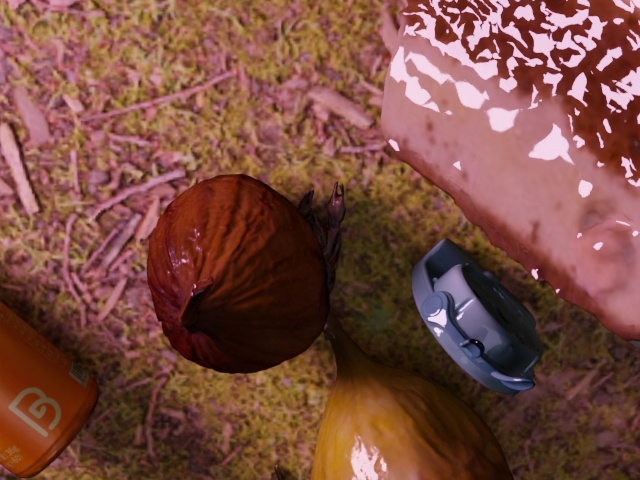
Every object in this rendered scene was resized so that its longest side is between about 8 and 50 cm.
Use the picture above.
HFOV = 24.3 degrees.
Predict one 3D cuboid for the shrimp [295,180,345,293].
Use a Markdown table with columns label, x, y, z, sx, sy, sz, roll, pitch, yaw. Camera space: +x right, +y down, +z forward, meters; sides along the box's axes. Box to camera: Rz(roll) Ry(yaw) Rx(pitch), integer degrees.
| label | x | y | z | sx | sy | sz | roll | pitch | yaw |
| --- | --- | --- | --- | --- | --- | --- | --- | --- | --- |
| shrimp | -0.003 | -0.003 | 1.119 | 0.038 | 0.029 | 0.092 | 9 | 107 | 4 |

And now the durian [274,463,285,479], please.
| label | x | y | z | sx | sy | sz | roll | pitch | yaw |
| --- | --- | --- | --- | --- | --- | --- | --- | --- | --- |
| durian | -0.027 | 0.292 | 1.229 | 0.100 | 0.086 | 0.215 | -32 | 118 | -24 |

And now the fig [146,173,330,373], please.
| label | x | y | z | sx | sy | sz | roll | pitch | yaw |
| --- | --- | --- | --- | --- | --- | --- | --- | --- | --- |
| fig | -0.070 | 0.043 | 1.036 | 0.134 | 0.201 | 0.146 | -39 | 99 | 20 |

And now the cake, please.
| label | x | y | z | sx | sy | sz | roll | pitch | yaw |
| --- | --- | --- | --- | --- | --- | --- | --- | --- | --- |
| cake | 0.210 | -0.124 | 0.900 | 0.282 | 0.255 | 0.290 | 41 | 115 | 30 |

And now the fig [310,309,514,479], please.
| label | x | y | z | sx | sy | sz | roll | pitch | yaw |
| --- | --- | --- | --- | --- | --- | --- | --- | --- | --- |
| fig | 0.042 | 0.145 | 1.137 | 0.159 | 0.159 | 0.257 | -31 | 88 | 11 |

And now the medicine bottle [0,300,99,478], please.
| label | x | y | z | sx | sy | sz | roll | pitch | yaw |
| --- | --- | --- | --- | --- | --- | --- | --- | --- | --- |
| medicine bottle | -0.265 | 0.086 | 1.114 | 0.096 | 0.096 | 0.192 | -42 | 108 | 15 |

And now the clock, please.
| label | x | y | z | sx | sy | sz | roll | pitch | yaw |
| --- | --- | --- | --- | --- | --- | --- | --- | --- | --- |
| clock | 0.118 | 0.065 | 1.082 | 0.108 | 0.147 | 0.045 | 40 | 107 | -16 |

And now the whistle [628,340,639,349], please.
| label | x | y | z | sx | sy | sz | roll | pitch | yaw |
| --- | --- | --- | --- | --- | --- | --- | --- | --- | --- |
| whistle | 0.305 | -0.017 | 1.079 | 0.067 | 0.126 | 0.258 | 46 | 124 | 19 |
